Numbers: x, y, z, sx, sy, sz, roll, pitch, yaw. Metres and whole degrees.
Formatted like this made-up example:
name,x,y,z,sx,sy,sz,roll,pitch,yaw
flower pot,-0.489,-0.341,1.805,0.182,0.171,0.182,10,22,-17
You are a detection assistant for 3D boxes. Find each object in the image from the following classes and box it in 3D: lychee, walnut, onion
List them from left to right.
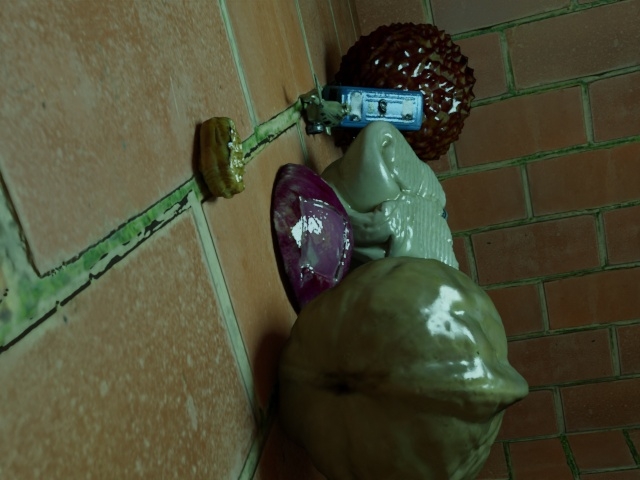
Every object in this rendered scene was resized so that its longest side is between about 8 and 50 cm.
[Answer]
name,x,y,z,sx,sy,sz,roll,pitch,yaw
onion,0.000,0.000,1.156,0.247,0.111,0.250,-83,161,-59
lychee,0.229,-0.410,1.904,0.500,0.425,0.424,-46,139,-23
walnut,0.119,0.197,0.946,0.381,0.382,0.380,-10,90,-78

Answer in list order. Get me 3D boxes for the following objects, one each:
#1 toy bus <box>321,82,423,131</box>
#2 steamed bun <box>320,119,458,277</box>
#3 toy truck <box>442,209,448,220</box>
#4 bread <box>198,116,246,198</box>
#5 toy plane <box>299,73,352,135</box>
name,x,y,z,sx,sy,sz,roll,pitch,yaw
toy bus,0.128,-0.332,1.639,0.134,0.247,0.113,-153,-116,-69
steamed bun,0.125,-0.037,1.417,0.368,0.255,0.342,36,46,-38
toy truck,0.228,0.034,1.731,0.136,0.162,0.305,87,21,-60
bread,-0.123,-0.104,0.822,0.083,0.044,0.110,66,16,-52
toy plane,0.005,-0.293,1.428,0.286,0.108,0.091,6,75,-75
